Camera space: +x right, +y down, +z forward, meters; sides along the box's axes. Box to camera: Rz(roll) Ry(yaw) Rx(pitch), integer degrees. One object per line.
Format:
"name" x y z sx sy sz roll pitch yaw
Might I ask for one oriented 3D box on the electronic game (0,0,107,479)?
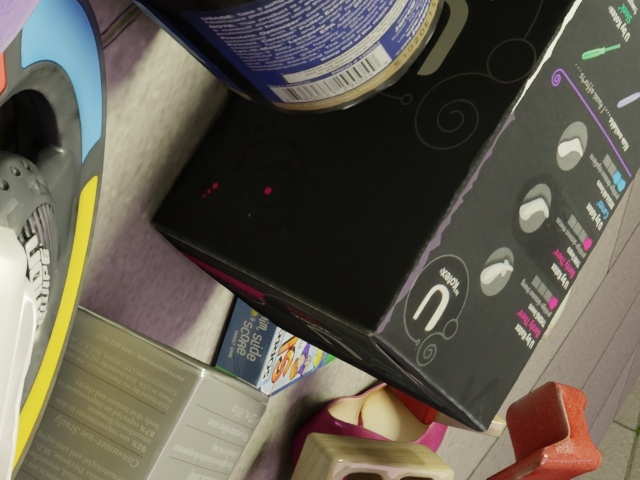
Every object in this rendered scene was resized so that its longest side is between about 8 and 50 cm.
"electronic game" -0.123 0.012 0.524 0.229 0.048 0.229 14 90 -85

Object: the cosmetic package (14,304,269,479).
"cosmetic package" -0.133 0.154 0.686 0.238 0.107 0.127 -65 164 -6

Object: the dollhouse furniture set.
"dollhouse furniture set" 0.053 0.222 1.021 0.152 0.201 0.374 11 111 -35

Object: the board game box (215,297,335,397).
"board game box" 0.000 0.000 0.935 0.136 0.035 0.201 -23 135 -63

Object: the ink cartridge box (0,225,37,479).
"ink cartridge box" -0.196 0.073 0.238 0.283 0.117 0.207 17 81 -60

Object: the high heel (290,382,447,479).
"high heel" 0.055 0.141 1.205 0.244 0.082 0.117 -26 144 -45

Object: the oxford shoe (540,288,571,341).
"oxford shoe" 0.138 -0.040 1.132 0.130 0.169 0.449 -11 150 -13

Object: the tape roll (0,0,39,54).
"tape roll" -0.137 -0.116 0.358 0.189 0.080 0.189 -51 157 -31

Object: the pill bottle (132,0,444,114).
"pill bottle" -0.029 -0.134 0.552 0.123 0.123 0.219 -63 162 -3

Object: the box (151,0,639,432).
"box" 0.067 -0.064 0.766 0.270 0.165 0.143 -59 141 -9
